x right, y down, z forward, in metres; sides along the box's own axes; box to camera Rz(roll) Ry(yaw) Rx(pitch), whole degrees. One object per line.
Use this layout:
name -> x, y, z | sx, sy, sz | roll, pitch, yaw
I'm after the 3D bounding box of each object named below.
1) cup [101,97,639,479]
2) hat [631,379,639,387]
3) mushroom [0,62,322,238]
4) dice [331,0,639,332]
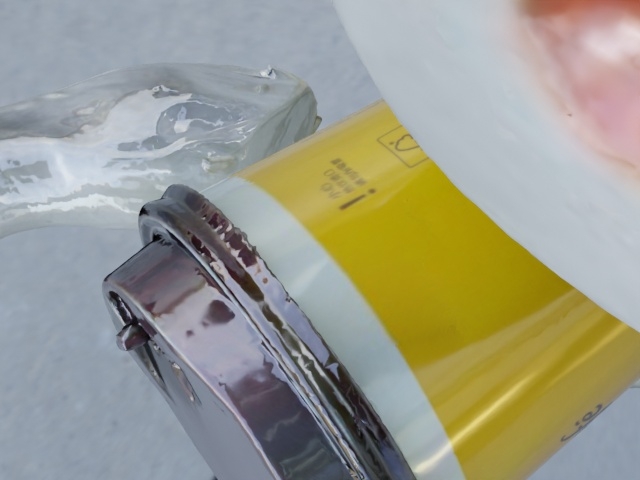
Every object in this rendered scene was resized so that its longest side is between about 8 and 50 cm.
cup -> 0.062, 0.013, 0.792 | 0.280, 0.196, 0.196 | -33, 91, -14
hat -> 0.230, 0.017, 1.408 | 0.245, 0.149, 0.214 | 7, 99, 7
mushroom -> -0.173, -0.046, 1.247 | 0.351, 0.097, 0.109 | -11, 57, 5
dice -> 0.191, -0.143, 0.583 | 0.277, 0.304, 0.304 | 41, 68, 9
